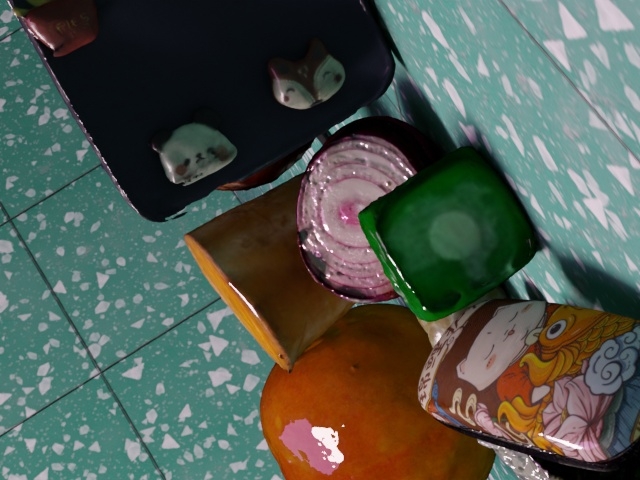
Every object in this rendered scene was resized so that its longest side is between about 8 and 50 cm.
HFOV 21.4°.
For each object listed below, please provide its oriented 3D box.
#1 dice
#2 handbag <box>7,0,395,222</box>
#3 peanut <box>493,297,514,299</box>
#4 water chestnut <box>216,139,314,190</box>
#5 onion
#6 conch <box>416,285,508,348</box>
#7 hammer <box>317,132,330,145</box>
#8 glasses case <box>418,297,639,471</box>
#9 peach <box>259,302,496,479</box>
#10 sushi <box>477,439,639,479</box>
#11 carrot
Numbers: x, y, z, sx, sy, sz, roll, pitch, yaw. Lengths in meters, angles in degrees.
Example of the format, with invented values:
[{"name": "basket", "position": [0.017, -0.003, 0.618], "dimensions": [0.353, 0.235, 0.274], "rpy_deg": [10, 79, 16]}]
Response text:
[{"name": "dice", "position": [0.118, -0.006, 1.592], "dimensions": [0.128, 0.131, 0.120], "rpy_deg": [57, 176, -2]}, {"name": "handbag", "position": [-0.117, -0.214, 1.601], "dimensions": [0.329, 0.303, 0.122], "rpy_deg": [63, 171, -33]}, {"name": "peanut", "position": [0.222, 0.151, 1.745], "dimensions": [0.104, 0.085, 0.228], "rpy_deg": [-113, -2, -54]}, {"name": "water chestnut", "position": [-0.104, -0.197, 1.936], "dimensions": [0.289, 0.244, 0.289], "rpy_deg": [36, -153, -21]}, {"name": "onion", "position": [0.089, -0.026, 1.724], "dimensions": [0.140, 0.218, 0.195], "rpy_deg": [-28, -51, -71]}, {"name": "conch", "position": [0.146, 0.060, 1.837], "dimensions": [0.116, 0.106, 0.173], "rpy_deg": [-31, 76, 65]}, {"name": "hammer", "position": [0.046, -0.080, 2.254], "dimensions": [0.246, 0.029, 0.103], "rpy_deg": [54, 172, 42]}, {"name": "glasses case", "position": [0.187, 0.116, 1.420], "dimensions": [0.082, 0.122, 0.321], "rpy_deg": [36, 167, -23]}, {"name": "peach", "position": [0.078, 0.268, 2.418], "dimensions": [0.343, 0.301, 0.343], "rpy_deg": [57, 172, 12]}, {"name": "sushi", "position": [0.233, 0.177, 1.561], "dimensions": [0.225, 0.127, 0.124], "rpy_deg": [42, 170, 33]}, {"name": "carrot", "position": [0.000, 0.000, 1.905], "dimensions": [0.196, 0.254, 0.196], "rpy_deg": [49, 167, 15]}]
